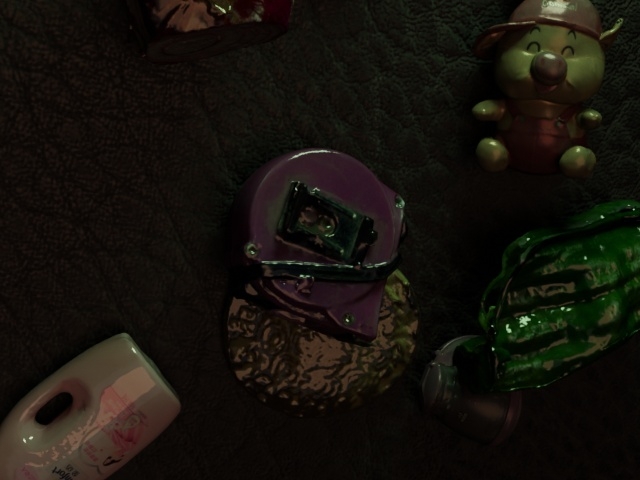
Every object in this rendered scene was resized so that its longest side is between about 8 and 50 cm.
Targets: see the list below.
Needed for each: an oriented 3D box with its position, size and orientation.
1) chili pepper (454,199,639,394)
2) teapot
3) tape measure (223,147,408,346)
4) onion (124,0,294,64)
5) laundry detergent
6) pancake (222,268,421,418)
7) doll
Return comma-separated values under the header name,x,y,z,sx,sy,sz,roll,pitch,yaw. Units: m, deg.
name,x,y,z,sx,sy,sz,roll,pitch,yaw
chili pepper,0.350,0.075,1.450,0.384,0.167,0.213,-27,94,-18
teapot,0.220,0.220,1.475,0.146,0.116,0.148,17,100,-10
tape measure,0.000,0.000,1.311,0.245,0.149,0.232,19,79,-19
onion,-0.136,-0.324,1.165,0.206,0.216,0.207,-16,99,-14
laundry detergent,-0.352,0.271,1.311,0.335,0.088,0.159,-37,106,-7
pancake,0.003,0.123,1.425,0.288,0.033,0.286,-31,108,-10
doll,0.307,-0.216,1.382,0.196,0.152,0.256,2,101,-18
